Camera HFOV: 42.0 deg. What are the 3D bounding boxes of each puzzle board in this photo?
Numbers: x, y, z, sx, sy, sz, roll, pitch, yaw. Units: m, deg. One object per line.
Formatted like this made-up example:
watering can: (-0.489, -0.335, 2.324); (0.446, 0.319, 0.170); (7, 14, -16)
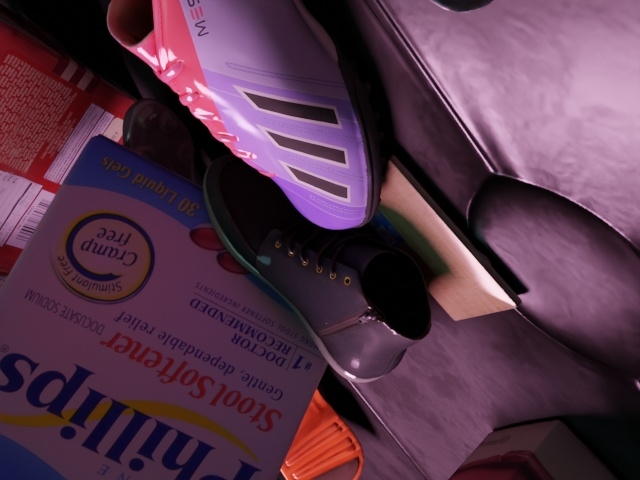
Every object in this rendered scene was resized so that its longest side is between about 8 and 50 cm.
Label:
puzzle board: (0.076, 0.001, 0.581); (0.128, 0.011, 0.096); (49, 161, -3)

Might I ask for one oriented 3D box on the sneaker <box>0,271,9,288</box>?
sneaker: (-0.304, 0.087, 0.807); (0.145, 0.090, 0.270); (27, -174, 8)

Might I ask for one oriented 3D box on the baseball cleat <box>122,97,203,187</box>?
baseball cleat: (-0.162, -0.066, 0.843); (0.109, 0.072, 0.206); (30, 153, 38)

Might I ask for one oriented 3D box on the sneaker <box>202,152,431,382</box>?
sneaker: (0.000, 0.000, 0.640); (0.222, 0.083, 0.118); (49, 152, 7)

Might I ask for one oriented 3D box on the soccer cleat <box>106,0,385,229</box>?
soccer cleat: (-0.054, -0.109, 0.478); (0.108, 0.116, 0.318); (31, 155, 42)

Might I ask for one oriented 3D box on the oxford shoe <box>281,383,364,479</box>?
oxford shoe: (-0.072, 0.158, 1.012); (0.133, 0.130, 0.364); (41, 158, 60)

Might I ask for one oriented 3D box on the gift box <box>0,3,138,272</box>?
gift box: (-0.367, -0.121, 0.830); (0.258, 0.255, 0.276); (35, 179, 24)

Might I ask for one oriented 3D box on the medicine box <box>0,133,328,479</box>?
medicine box: (-0.148, 0.106, 0.720); (0.263, 0.289, 0.149); (28, 162, -10)

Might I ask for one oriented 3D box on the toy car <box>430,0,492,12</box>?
toy car: (-0.004, -0.154, 0.279); (0.188, 0.155, 0.149); (33, 159, 3)

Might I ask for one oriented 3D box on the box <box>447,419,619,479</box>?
box: (0.128, 0.268, 0.645); (0.127, 0.232, 0.148); (46, 160, 5)
